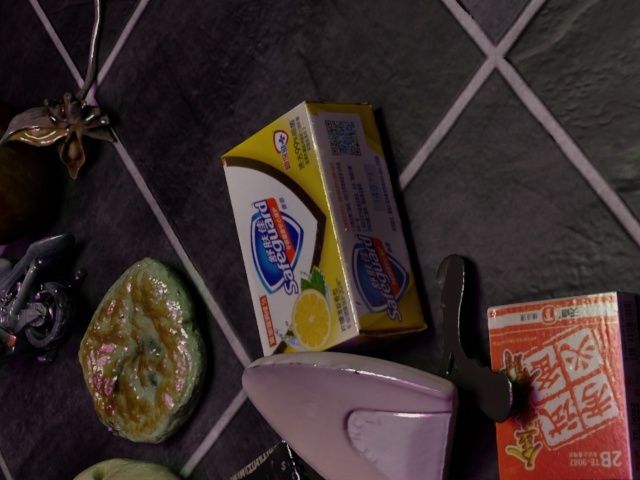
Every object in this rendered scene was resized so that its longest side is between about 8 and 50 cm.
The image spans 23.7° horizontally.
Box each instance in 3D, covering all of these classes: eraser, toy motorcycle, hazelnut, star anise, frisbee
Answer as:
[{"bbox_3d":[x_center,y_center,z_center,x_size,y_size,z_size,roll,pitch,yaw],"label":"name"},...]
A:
[{"bbox_3d":[0.030,0.177,1.569,0.243,0.059,0.204,24,131,24],"label":"eraser"},{"bbox_3d":[-0.433,0.088,2.097,0.307,0.108,0.173,-18,70,42],"label":"toy motorcycle"},{"bbox_3d":[-0.472,-0.108,2.069,0.234,0.218,0.218,23,108,13],"label":"hazelnut"},{"bbox_3d":[-0.338,-0.230,2.022,0.218,0.148,0.227,97,178,-52],"label":"star anise"},{"bbox_3d":[0.131,0.133,1.548,0.187,0.012,0.211,119,148,-41],"label":"frisbee"},{"bbox_3d":[0.236,0.170,1.442,0.157,0.038,0.230,-11,80,45],"label":"eraser"}]

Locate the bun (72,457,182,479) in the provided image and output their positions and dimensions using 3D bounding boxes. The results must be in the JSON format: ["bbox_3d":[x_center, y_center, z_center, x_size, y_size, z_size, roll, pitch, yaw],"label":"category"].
[{"bbox_3d":[-0.247,0.387,1.853,0.259,0.160,0.259,-7,81,45],"label":"bun"}]

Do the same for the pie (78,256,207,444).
[{"bbox_3d":[-0.225,0.139,1.912,0.240,0.054,0.240,1,91,47],"label":"pie"}]

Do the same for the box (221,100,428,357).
[{"bbox_3d":[0.000,0.000,1.645,0.168,0.097,0.265,-26,70,46],"label":"box"}]

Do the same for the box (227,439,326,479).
[{"bbox_3d":[-0.016,0.392,1.664,0.198,0.084,0.310,-40,61,38],"label":"box"}]
